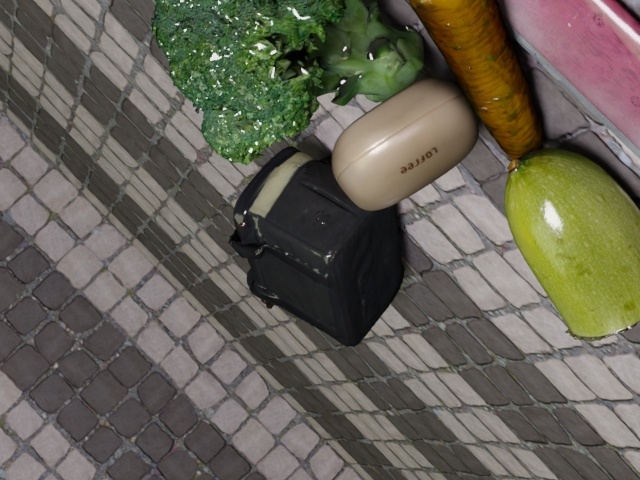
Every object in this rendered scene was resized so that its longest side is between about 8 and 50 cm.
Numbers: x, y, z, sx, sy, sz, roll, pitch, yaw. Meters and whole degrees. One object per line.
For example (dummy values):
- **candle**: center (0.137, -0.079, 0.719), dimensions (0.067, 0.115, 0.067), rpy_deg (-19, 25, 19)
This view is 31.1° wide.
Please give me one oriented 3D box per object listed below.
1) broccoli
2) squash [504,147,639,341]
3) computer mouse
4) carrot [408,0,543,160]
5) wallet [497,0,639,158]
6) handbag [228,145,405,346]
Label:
- **broccoli**: center (-0.032, -0.195, 1.060), dimensions (0.270, 0.269, 0.270), rpy_deg (19, 174, -27)
- **squash**: center (0.234, -0.007, 1.058), dimensions (0.186, 0.123, 0.123), rpy_deg (52, 161, -15)
- **computer mouse**: center (0.082, -0.088, 1.103), dimensions (0.082, 0.145, 0.236), rpy_deg (57, 180, 4)
- **carrot**: center (0.145, -0.148, 0.982), dimensions (0.066, 0.066, 0.314), rpy_deg (31, 171, 35)
- **wallet**: center (0.212, -0.158, 0.918), dimensions (0.232, 0.025, 0.119), rpy_deg (44, 163, 2)
- **handbag**: center (0.000, 0.000, 1.480), dimensions (0.181, 0.181, 0.254), rpy_deg (28, 156, 24)
